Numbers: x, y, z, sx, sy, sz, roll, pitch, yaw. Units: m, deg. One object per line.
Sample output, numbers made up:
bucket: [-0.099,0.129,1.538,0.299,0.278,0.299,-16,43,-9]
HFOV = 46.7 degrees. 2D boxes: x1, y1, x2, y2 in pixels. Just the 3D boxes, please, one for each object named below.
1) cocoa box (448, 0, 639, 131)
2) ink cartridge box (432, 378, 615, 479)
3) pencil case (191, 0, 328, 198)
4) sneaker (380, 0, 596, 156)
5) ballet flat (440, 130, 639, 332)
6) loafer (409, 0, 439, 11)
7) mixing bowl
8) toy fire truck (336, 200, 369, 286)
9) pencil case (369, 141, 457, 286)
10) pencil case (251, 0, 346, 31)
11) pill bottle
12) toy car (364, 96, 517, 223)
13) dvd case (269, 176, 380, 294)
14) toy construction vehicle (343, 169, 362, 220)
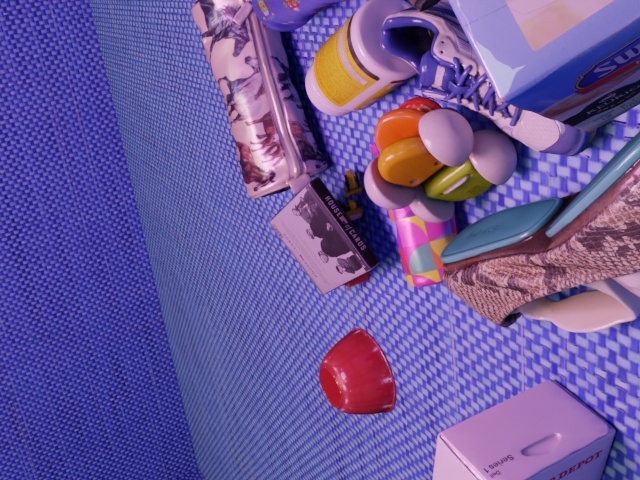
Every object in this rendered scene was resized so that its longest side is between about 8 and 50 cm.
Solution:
cocoa box: [0.192,-0.292,0.557,0.231,0.228,0.347,-31,76,30]
ink cartridge box: [0.257,0.349,0.995,0.117,0.201,0.278,43,143,46]
pencil case: [-0.112,-0.280,1.383,0.183,0.160,0.410,177,76,-80]
sneaker: [0.183,-0.183,0.869,0.296,0.131,0.112,49,146,38]
ballet flat: [0.291,0.009,0.788,0.182,0.164,0.483,47,159,2]
loafer: [0.192,-0.306,0.777,0.267,0.096,0.084,-28,96,51]
mixing bowl: [0.061,0.278,1.485,0.181,0.098,0.181,44,144,44]
toy fire truck: [0.022,-0.009,1.427,0.192,0.047,0.135,40,142,50]
pencil case: [0.148,-0.048,1.081,0.104,0.104,0.236,-6,103,65]
pencil case: [0.000,-0.397,1.106,0.306,0.133,0.119,12,130,64]
pill bottle: [0.060,-0.259,1.085,0.208,0.119,0.119,-21,88,65]
toy car: [0.147,-0.116,0.957,0.159,0.182,0.136,-39,48,41]
dvd case: [0.000,0.000,1.329,0.179,0.029,0.239,54,156,0]
toy construction vehicle: [0.033,-0.076,1.321,0.035,0.086,0.098,-114,4,-52]
